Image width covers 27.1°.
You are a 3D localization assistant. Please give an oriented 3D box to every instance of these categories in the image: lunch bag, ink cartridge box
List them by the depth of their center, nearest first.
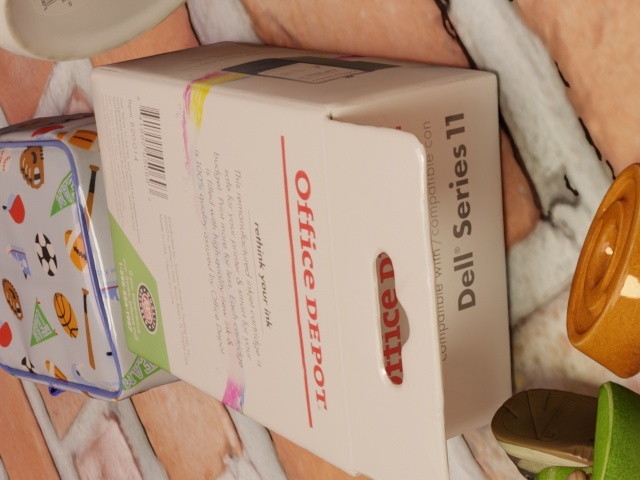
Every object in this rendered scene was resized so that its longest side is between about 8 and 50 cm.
[{"bbox_3d":[0.000,0.000,0.784,0.353,0.119,0.207,19,119,54],"label":"ink cartridge box"},{"bbox_3d":[-0.210,0.018,1.129,0.303,0.115,0.243,3,109,56],"label":"lunch bag"}]

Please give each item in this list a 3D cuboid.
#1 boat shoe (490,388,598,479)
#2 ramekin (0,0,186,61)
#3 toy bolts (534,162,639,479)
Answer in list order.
[{"bbox_3d":[0.157,0.114,0.664,0.152,0.056,0.049,16,143,45],"label":"boat shoe"},{"bbox_3d":[-0.137,-0.197,0.749,0.109,0.207,0.207,50,142,17],"label":"ramekin"},{"bbox_3d":[0.200,0.048,0.529,0.228,0.158,0.218,111,176,-52],"label":"toy bolts"}]
